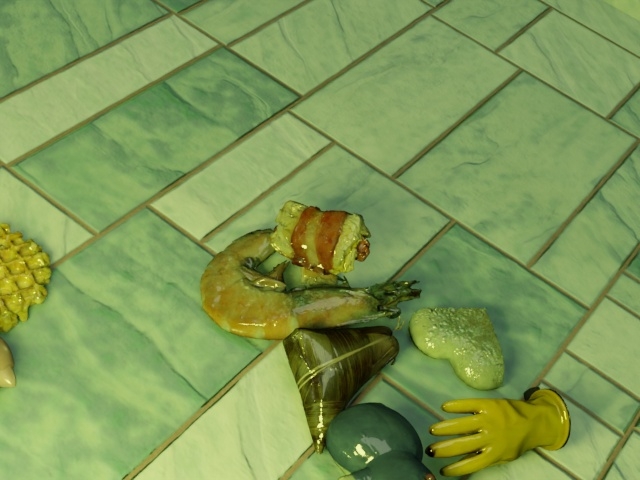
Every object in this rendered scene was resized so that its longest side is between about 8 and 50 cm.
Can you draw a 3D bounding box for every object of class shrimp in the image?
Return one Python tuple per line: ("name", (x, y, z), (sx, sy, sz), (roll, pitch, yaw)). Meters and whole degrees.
("shrimp", (-0.018, 0.084, 2.126), (0.444, 0.085, 0.272), (0, 50, -4))

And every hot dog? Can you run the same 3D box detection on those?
("hot dog", (0.000, 0.000, 2.097), (0.213, 0.103, 0.146), (17, 65, 29))

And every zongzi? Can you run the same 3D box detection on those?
("zongzi", (0.066, 0.276, 1.996), (0.247, 0.111, 0.241), (-2, 65, -28))

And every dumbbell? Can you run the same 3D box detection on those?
("dumbbell", (0.434, 0.331, 2.095), (0.040, 0.036, 0.083), (-3, 47, -23))

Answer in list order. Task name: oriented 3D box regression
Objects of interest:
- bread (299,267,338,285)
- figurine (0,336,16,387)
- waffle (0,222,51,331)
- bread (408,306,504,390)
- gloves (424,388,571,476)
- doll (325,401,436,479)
("bread", (-0.004, 0.065, 2.212), (0.083, 0.035, 0.070), (6, 45, -18))
("figurine", (-0.589, 0.215, 1.814), (0.125, 0.125, 0.138), (-5, 33, -23))
("waffle", (-0.634, 0.064, 1.986), (0.249, 0.056, 0.253), (10, 46, -10))
("bread", (0.296, 0.201, 2.159), (0.232, 0.064, 0.172), (37, 48, 16))
("gloves", (0.315, 0.351, 1.954), (0.294, 0.116, 0.133), (-5, 76, -30))
("doll", (0.106, 0.397, 1.838), (0.228, 0.154, 0.258), (18, 22, -36))
